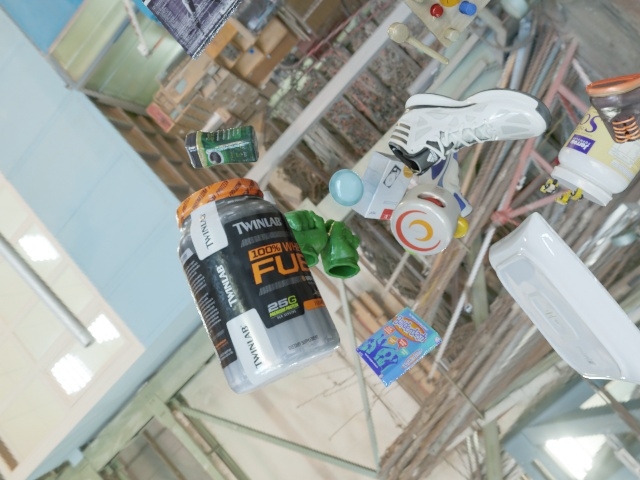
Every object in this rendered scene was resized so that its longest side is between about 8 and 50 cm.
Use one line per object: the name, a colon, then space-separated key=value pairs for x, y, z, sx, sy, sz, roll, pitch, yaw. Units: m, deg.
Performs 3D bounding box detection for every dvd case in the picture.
dvd case: x=-0.265 y=-0.498 z=1.129 sx=0.221 sy=0.164 sz=0.018 roll=49 pitch=-165 yaw=23

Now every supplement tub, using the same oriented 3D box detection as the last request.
supplement tub: x=-0.120 y=0.075 z=0.961 sx=0.338 sy=0.207 sz=0.207 roll=65 pitch=-162 yaw=13
supplement tub: x=0.942 y=-0.305 z=1.796 sx=0.240 sy=0.332 sz=0.241 roll=30 pitch=-168 yaw=-7

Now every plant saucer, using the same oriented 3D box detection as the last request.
plant saucer: x=0.086 y=-0.168 z=1.741 sx=0.119 sy=0.119 sz=0.021 roll=46 pitch=-152 yaw=7

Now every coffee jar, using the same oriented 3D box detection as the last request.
coffee jar: x=-0.260 y=-0.246 z=1.448 sx=0.096 sy=0.184 sz=0.079 roll=83 pitch=-179 yaw=-52

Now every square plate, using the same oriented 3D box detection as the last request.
square plate: x=0.449 y=0.129 z=1.021 sx=0.344 sy=0.049 sz=0.347 roll=54 pitch=178 yaw=12

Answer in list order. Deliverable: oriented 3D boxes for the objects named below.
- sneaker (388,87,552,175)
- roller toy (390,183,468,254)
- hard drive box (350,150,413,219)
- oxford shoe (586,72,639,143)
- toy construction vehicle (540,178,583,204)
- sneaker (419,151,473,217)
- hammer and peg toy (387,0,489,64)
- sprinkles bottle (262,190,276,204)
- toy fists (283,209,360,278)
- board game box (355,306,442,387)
sneaker: x=0.389 y=-0.274 z=1.525 sx=0.447 sy=0.258 sz=0.169 roll=11 pitch=152 yaw=41
roller toy: x=0.324 y=-0.068 z=1.664 sx=0.191 sy=0.209 sz=0.146 roll=60 pitch=-139 yaw=-17
hard drive box: x=0.236 y=-0.202 z=2.051 sx=0.181 sy=0.232 sz=0.089 roll=1 pitch=-151 yaw=-48
oxford shoe: x=0.484 y=-0.202 z=0.849 sx=0.096 sy=0.099 sz=0.271 roll=2 pitch=-171 yaw=43
toy construction vehicle: x=0.599 y=-0.124 z=1.360 sx=0.085 sy=0.035 sz=0.098 roll=25 pitch=174 yaw=7
sneaker: x=0.446 y=-0.168 z=1.934 sx=0.182 sy=0.316 sz=0.127 roll=11 pitch=176 yaw=-37
hammer and peg toy: x=0.387 y=-0.762 z=1.786 sx=0.265 sy=0.361 sz=0.127 roll=33 pitch=-164 yaw=-30
sprinkles bottle: x=-0.135 y=0.029 z=1.685 sx=0.356 sy=0.121 sz=0.121 roll=64 pitch=-165 yaw=4
toy fists: x=0.000 y=0.000 z=1.412 sx=0.279 sy=0.096 sz=0.142 roll=16 pitch=-131 yaw=-41
board game box: x=0.226 y=0.308 z=1.611 sx=0.047 sy=0.210 sz=0.160 roll=57 pitch=171 yaw=-32
